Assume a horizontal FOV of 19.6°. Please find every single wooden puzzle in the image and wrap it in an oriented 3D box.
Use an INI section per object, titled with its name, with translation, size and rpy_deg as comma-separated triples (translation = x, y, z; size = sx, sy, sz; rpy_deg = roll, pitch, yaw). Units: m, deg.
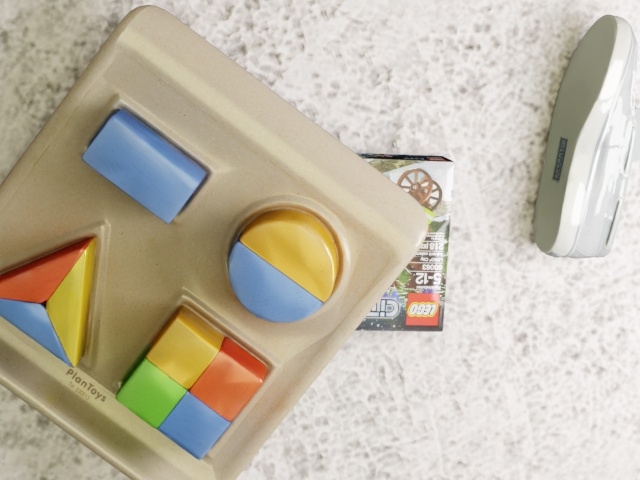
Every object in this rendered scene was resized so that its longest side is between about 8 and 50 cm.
[wooden puzzle]
translation = -0.129, 0.025, 1.591
size = 0.322, 0.080, 0.348
rpy_deg = 37, 98, -4

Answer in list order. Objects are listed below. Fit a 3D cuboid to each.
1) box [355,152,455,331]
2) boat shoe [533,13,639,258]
[box]
translation = 0.000, 0.000, 1.671
size = 0.233, 0.044, 0.159
rpy_deg = 1, 99, -11
[boat shoe]
translation = 0.260, -0.092, 1.696
size = 0.081, 0.079, 0.227
rpy_deg = 8, 103, -21
